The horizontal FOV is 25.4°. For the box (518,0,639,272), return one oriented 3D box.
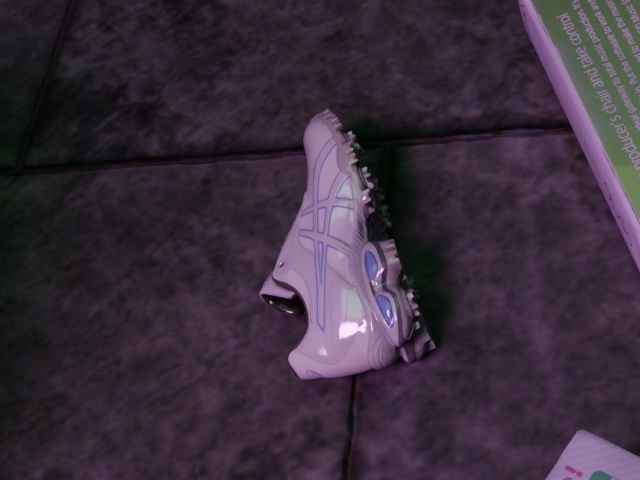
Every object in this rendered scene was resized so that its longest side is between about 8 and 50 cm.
[{"bbox_3d":[0.296,-0.111,0.791,0.322,0.058,0.232,-17,49,3],"label":"box"}]

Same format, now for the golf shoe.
[{"bbox_3d":[0.000,0.000,0.793,0.086,0.069,0.176,-22,48,8],"label":"golf shoe"}]

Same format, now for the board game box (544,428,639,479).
[{"bbox_3d":[0.169,0.238,0.525,0.303,0.097,0.224,27,64,32],"label":"board game box"}]
